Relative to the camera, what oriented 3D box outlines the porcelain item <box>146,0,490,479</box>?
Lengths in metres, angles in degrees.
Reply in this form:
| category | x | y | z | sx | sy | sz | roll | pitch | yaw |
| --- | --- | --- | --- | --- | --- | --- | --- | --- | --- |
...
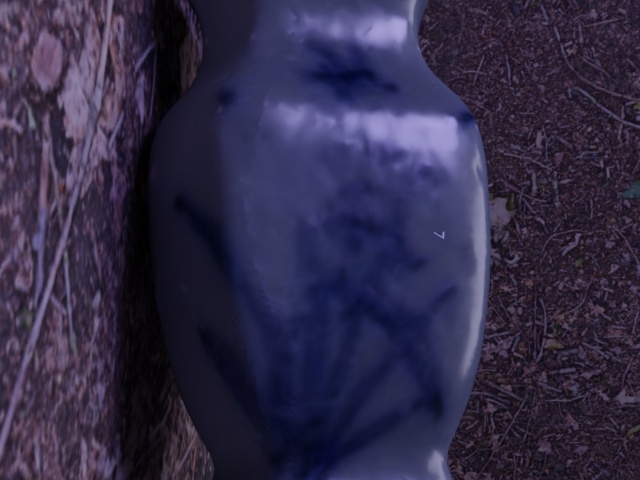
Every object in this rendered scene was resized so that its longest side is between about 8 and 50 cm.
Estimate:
| category | x | y | z | sx | sy | sz | roll | pitch | yaw |
| --- | --- | --- | --- | --- | --- | --- | --- | --- | --- |
| porcelain item | 0.000 | 0.000 | 0.720 | 0.178 | 0.242 | 0.405 | 158 | -68 | -70 |
